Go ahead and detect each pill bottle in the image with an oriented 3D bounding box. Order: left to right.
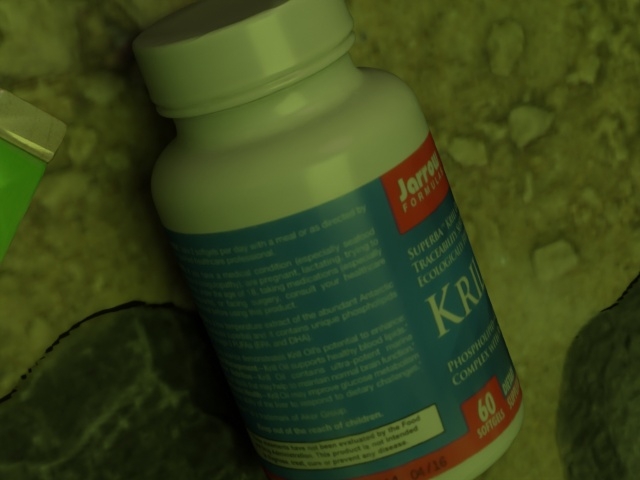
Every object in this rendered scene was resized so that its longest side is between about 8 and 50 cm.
[{"bbox_3d":[0.000,0.000,0.777,0.124,0.124,0.221,-30,111,-25],"label":"pill bottle"}]

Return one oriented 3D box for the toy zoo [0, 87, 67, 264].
[{"bbox_3d":[-0.199,0.080,0.624,0.030,0.192,0.293,29,79,-31],"label":"toy zoo"}]
